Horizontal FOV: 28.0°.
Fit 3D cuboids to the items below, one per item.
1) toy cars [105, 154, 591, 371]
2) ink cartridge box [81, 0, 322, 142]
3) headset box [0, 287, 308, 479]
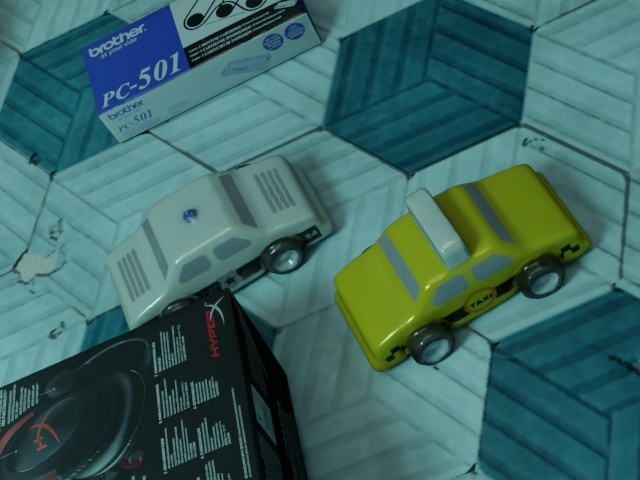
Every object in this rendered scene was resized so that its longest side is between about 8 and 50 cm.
[{"bbox_3d":[0.000,0.000,0.978,0.393,0.087,0.177,4,60,26],"label":"toy cars"},{"bbox_3d":[-0.111,-0.177,1.171,0.207,0.046,0.097,-26,51,6],"label":"ink cartridge box"},{"bbox_3d":[-0.159,0.190,0.884,0.293,0.110,0.218,-24,40,7],"label":"headset box"}]
